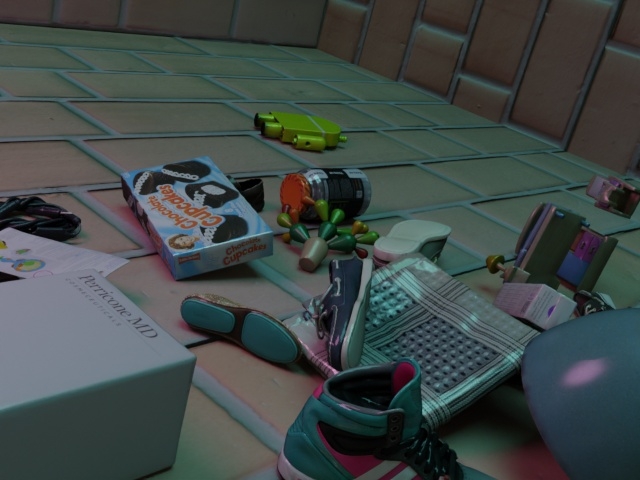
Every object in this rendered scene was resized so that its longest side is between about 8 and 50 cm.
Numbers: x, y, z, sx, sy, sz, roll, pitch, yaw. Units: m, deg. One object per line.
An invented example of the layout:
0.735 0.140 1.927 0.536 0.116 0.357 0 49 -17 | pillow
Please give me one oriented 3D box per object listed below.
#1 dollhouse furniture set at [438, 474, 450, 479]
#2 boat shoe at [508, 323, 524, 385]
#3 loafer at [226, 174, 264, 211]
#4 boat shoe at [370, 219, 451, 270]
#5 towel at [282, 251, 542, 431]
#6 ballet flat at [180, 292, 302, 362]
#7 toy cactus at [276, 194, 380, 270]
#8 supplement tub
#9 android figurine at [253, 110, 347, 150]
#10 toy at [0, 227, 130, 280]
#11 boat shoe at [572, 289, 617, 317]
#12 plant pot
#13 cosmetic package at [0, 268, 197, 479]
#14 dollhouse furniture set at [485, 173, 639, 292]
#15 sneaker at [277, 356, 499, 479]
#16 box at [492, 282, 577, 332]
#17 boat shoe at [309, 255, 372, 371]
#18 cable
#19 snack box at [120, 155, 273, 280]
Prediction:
0.170 0.348 0.774 0.130 0.128 0.183 13 22 -3 | dollhouse furniture set
0.259 0.144 1.347 0.307 0.110 0.104 23 24 18 | boat shoe
-0.211 -0.105 1.692 0.220 0.078 0.080 -7 31 -44 | loafer
0.186 0.025 1.619 0.109 0.091 0.305 11 18 24 | boat shoe
0.134 0.141 1.217 0.312 0.056 0.324 -26 40 -25 | towel
-0.113 0.126 1.215 0.206 0.073 0.067 23 15 14 | ballet flat
0.000 0.000 1.583 0.219 0.112 0.180 21 41 9 | toy cactus
0.011 -0.105 1.784 0.191 0.116 0.117 -4 28 -40 | supplement tub
-0.054 -0.328 2.362 0.273 0.056 0.248 4 24 -24 | android figurine
-0.432 0.045 1.224 0.237 0.056 0.137 16 25 17 | toy
0.545 0.155 1.561 0.070 0.077 0.219 16 14 0 | boat shoe
0.440 0.201 1.052 0.290 0.195 0.290 28 38 -24 | plant pot
-0.381 0.174 0.804 0.230 0.161 0.453 31 27 35 | cosmetic package
0.481 -0.044 1.707 0.303 0.286 0.198 10 19 -44 | dollhouse furniture set
0.110 0.233 0.946 0.296 0.178 0.123 14 22 -1 | sneaker
0.357 0.114 1.363 0.063 0.067 0.324 32 -2 4 | box
0.029 0.101 1.166 0.079 0.095 0.254 5 35 7 | boat shoe
-0.520 -0.044 1.392 0.185 0.047 0.150 -1 26 -32 | cable
-0.239 -0.052 1.493 0.187 0.060 0.322 -15 37 -24 | snack box
